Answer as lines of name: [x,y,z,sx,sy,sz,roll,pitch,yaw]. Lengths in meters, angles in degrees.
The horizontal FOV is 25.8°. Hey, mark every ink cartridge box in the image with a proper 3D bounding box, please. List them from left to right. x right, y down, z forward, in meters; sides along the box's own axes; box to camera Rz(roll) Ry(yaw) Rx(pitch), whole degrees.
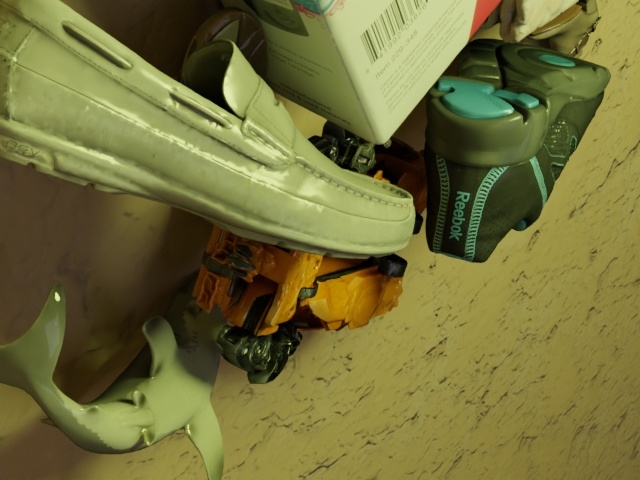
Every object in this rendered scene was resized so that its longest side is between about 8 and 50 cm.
ink cartridge box: [0.026,-0.246,0.912,0.226,0.131,0.306,-49,147,-15]

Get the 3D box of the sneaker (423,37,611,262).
sneaker: [0.157,-0.088,1.203,0.341,0.125,0.139,-33,136,-60]

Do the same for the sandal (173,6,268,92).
sandal: [-0.075,-0.102,0.980,0.072,0.049,0.180,-42,161,-17]

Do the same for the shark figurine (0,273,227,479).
shark figurine: [-0.162,0.113,0.993,0.278,0.116,0.166,-3,85,-64]

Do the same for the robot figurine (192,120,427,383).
robot figurine: [0.000,0.000,1.105,0.291,0.085,0.211,-8,120,-62]

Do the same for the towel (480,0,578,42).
towel: [0.252,-0.360,1.153,0.317,0.053,0.332,-39,150,-36]

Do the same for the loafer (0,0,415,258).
loafer: [-0.065,-0.068,0.870,0.319,0.112,0.111,18,95,-34]

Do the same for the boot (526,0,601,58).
boot: [0.233,-0.199,1.350,0.118,0.042,0.087,-40,147,-29]
